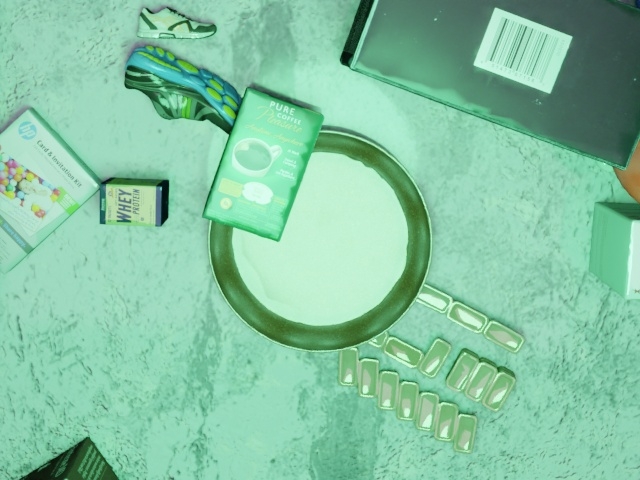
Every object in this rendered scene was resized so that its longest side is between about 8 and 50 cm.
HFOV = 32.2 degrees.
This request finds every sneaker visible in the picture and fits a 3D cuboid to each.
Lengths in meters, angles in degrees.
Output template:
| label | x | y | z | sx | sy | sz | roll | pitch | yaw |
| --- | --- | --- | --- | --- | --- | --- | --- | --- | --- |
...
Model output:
| label | x | y | z | sx | sy | sz | roll | pitch | yaw |
| --- | --- | --- | --- | --- | --- | --- | --- | --- | --- |
| sneaker | -0.181 | -0.194 | 1.507 | 0.188 | 0.067 | 0.078 | 28 | 126 | -12 |
| sneaker | -0.194 | -0.293 | 1.494 | 0.109 | 0.040 | 0.043 | 2 | 98 | -2 |

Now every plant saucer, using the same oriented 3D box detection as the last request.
| label | x | y | z | sx | sy | sz | roll | pitch | yaw |
| --- | --- | --- | --- | --- | --- | --- | --- | --- | --- |
| plant saucer | 0.000 | 0.000 | 1.541 | 0.311 | 0.050 | 0.310 | 0 | 99 | 2 |

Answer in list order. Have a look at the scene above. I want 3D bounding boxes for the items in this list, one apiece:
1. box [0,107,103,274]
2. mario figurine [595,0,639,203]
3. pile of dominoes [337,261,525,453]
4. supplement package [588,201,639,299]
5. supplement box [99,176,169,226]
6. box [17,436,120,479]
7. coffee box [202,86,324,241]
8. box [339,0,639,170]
| label | x | y | z | sx | sy | sz | roll | pitch | yaw |
| --- | --- | --- | --- | --- | --- | --- | --- | --- | --- |
| box | -0.417 | -0.067 | 1.531 | 0.186 | 0.038 | 0.145 | -41 | 99 | 5 |
| mario figurine | 0.463 | -0.181 | 1.429 | 0.170 | 0.198 | 0.320 | 14 | 71 | 2 |
| pile of dominoes | 0.154 | 0.170 | 1.600 | 0.251 | 0.040 | 0.196 | 29 | 99 | 2 |
| supplement package | 0.439 | 0.012 | 1.493 | 0.105 | 0.179 | 0.105 | 3 | 101 | -2 |
| supplement box | -0.253 | -0.053 | 1.513 | 0.083 | 0.083 | 0.056 | 2 | 99 | -1 |
| box | -0.376 | 0.418 | 1.553 | 0.203 | 0.168 | 0.167 | -32 | 99 | 4 |
| coffee box | -0.077 | -0.101 | 1.479 | 0.113 | 0.040 | 0.184 | 18 | 99 | -8 |
| box | 0.214 | -0.241 | 1.375 | 0.343 | 0.312 | 0.179 | 19 | 98 | -5 |
